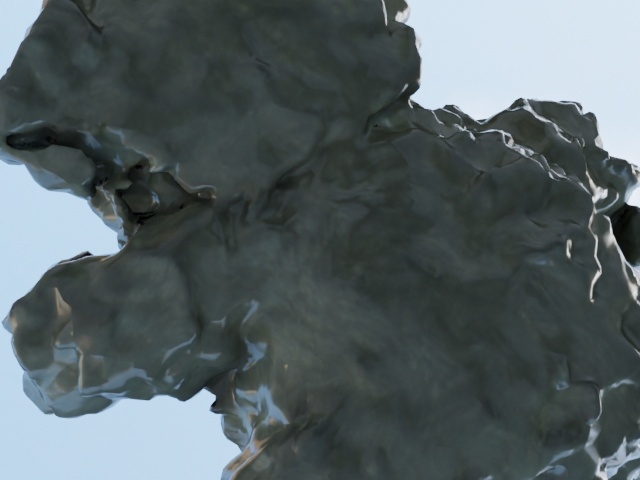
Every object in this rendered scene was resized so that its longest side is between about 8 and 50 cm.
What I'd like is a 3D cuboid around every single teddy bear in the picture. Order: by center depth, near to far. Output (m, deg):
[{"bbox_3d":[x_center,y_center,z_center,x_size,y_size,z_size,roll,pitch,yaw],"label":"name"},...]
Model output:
[{"bbox_3d":[0.000,0.000,0.934,0.357,0.224,0.367,-22,-96,-32],"label":"teddy bear"}]

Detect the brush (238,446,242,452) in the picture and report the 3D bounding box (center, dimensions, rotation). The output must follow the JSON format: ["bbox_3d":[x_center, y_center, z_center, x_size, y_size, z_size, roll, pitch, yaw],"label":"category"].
[{"bbox_3d":[-0.040,0.219,1.689,0.014,0.043,0.170,-28,-90,0],"label":"brush"}]
